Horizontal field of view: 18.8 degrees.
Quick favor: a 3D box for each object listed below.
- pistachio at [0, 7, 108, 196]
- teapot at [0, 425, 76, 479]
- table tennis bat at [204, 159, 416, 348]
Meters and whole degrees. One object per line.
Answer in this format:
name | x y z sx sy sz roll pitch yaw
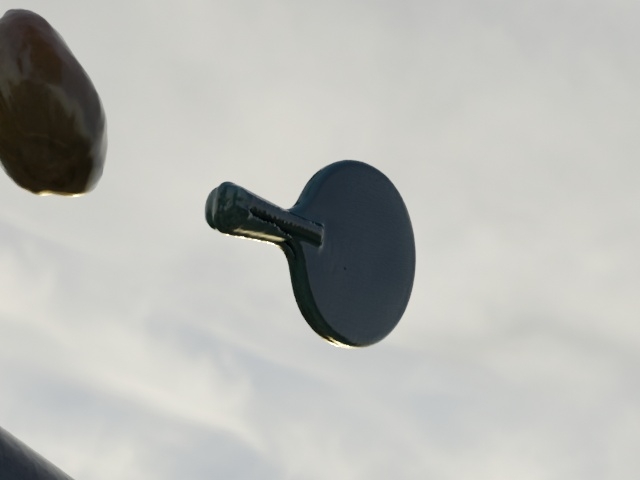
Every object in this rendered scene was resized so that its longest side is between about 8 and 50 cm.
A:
pistachio | -0.283 -0.139 1.932 0.136 0.226 0.136 -20 -29 -12
teapot | -0.283 0.207 1.459 0.270 0.200 0.337 1 -32 48
table tennis bat | 0.000 0.000 1.232 0.033 0.124 0.201 -3 -15 39
